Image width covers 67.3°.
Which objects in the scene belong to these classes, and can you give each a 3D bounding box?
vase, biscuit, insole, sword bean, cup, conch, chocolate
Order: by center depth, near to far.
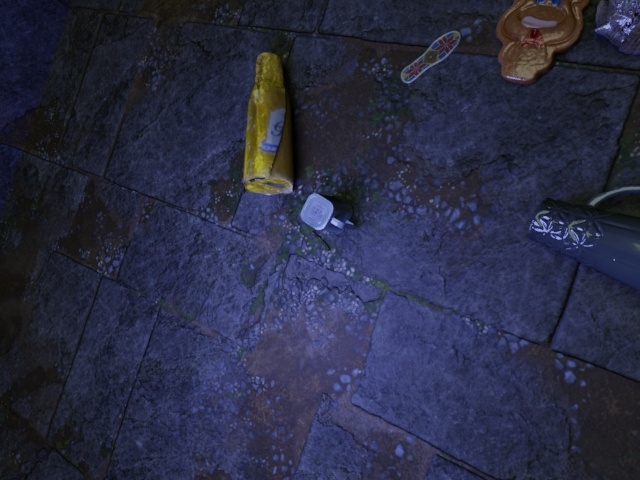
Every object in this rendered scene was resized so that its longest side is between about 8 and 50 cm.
[{"bbox_3d":[0.619,-0.009,1.030,0.300,0.156,0.251,26,97,34],"label":"vase"},{"bbox_3d":[0.726,-0.518,1.075,0.245,0.163,0.178,46,137,8],"label":"conch"},{"bbox_3d":[0.554,-0.553,1.199,0.201,0.047,0.334,25,94,28],"label":"biscuit"},{"bbox_3d":[0.306,-0.510,1.339,0.193,0.006,0.065,-35,68,17],"label":"insole"},{"bbox_3d":[0.030,-0.067,1.344,0.128,0.129,0.095,35,105,24],"label":"cup"},{"bbox_3d":[0.000,0.000,1.411,0.012,0.012,0.083,-49,64,12],"label":"sword bean"},{"bbox_3d":[-0.166,-0.364,1.470,0.162,0.162,0.446,-7,77,26],"label":"chocolate"}]
